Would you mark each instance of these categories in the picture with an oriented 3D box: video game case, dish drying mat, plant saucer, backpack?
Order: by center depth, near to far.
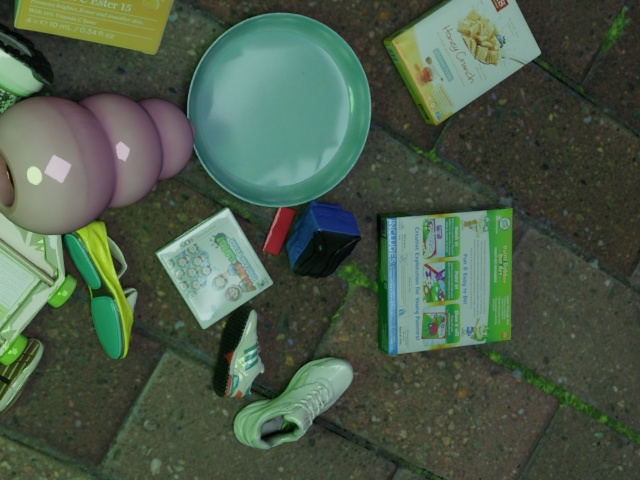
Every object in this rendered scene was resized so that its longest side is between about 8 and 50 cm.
[{"bbox_3d":[-0.070,-0.215,1.953,0.318,0.044,0.317,-4,101,-20],"label":"plant saucer"},{"bbox_3d":[-0.176,0.046,1.972,0.143,0.019,0.157,-34,109,-12],"label":"video game case"},{"bbox_3d":[0.000,0.000,1.987,0.098,0.101,0.120,11,130,-25],"label":"backpack"},{"bbox_3d":[-0.071,-0.018,2.006,0.032,0.008,0.083,21,91,-23],"label":"dish drying mat"}]

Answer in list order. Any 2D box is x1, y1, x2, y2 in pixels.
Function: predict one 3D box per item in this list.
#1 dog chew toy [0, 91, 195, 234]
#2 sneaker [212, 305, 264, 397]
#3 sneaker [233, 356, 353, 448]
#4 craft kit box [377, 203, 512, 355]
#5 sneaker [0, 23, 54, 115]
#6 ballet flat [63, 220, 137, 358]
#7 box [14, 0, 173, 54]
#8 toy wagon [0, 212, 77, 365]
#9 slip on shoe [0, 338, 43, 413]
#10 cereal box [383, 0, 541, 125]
[{"bbox_3d":[-0.334,-0.132,1.783,0.332,0.207,0.206,-20,107,-37],"label":"dog chew toy"},{"bbox_3d":[-0.127,0.191,2.004,0.075,0.057,0.161,13,93,-39],"label":"sneaker"},{"bbox_3d":[-0.031,0.289,2.016,0.232,0.115,0.090,-36,110,-11],"label":"sneaker"},{"bbox_3d":[0.223,0.067,2.106,0.247,0.061,0.249,-4,101,-17],"label":"craft kit box"},{"bbox_3d":[-0.596,-0.265,1.687,0.410,0.158,0.182,26,106,-30],"label":"sneaker"},{"bbox_3d":[-0.336,0.074,1.894,0.077,0.077,0.231,-31,109,-40],"label":"ballet flat"},{"bbox_3d":[-0.296,-0.465,1.672,0.215,0.168,0.345,8,130,-21],"label":"box"},{"bbox_3d":[-0.557,0.079,1.811,0.267,0.068,0.344,41,85,-21],"label":"toy wagon"},{"bbox_3d":[-0.483,0.218,1.879,0.135,0.051,0.041,-59,152,-11],"label":"slip on shoe"},{"bbox_3d":[0.247,-0.335,2.046,0.240,0.047,0.173,-35,109,-11],"label":"cereal box"}]
